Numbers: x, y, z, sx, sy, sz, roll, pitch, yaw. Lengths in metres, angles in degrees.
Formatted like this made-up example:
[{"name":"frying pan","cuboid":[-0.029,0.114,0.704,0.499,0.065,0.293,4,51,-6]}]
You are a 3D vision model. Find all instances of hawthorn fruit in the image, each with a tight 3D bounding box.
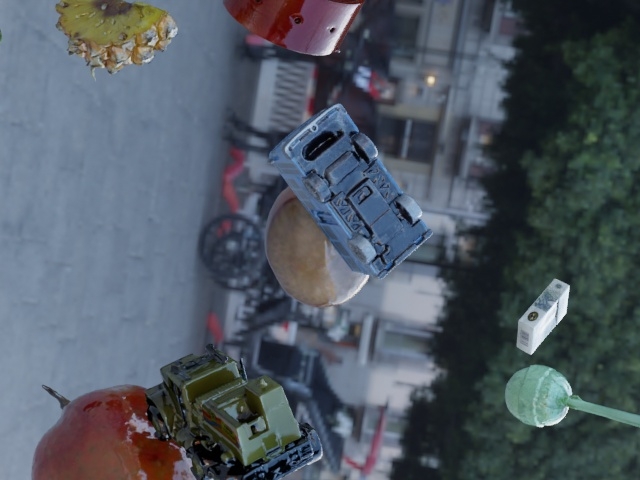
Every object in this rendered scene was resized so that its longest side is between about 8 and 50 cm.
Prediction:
[{"name":"hawthorn fruit","cuboid":[-0.288,0.306,1.600,0.254,0.300,0.254,-44,164,-16]}]

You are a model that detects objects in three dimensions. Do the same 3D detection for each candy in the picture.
[{"name":"candy","cuboid":[0.551,0.324,2.251,0.119,0.440,0.119,-19,114,-52]}]

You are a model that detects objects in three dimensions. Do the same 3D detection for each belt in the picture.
[{"name":"belt","cuboid":[-0.039,-0.431,2.107,0.115,0.227,0.324,-59,175,26]}]

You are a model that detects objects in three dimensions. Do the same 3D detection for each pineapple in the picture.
[{"name":"pineapple","cuboid":[-0.352,-0.332,1.931,0.135,0.233,0.079,-59,148,-15]}]

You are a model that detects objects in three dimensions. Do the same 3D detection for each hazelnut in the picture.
[{"name":"hazelnut","cuboid":[0.000,0.000,1.918,0.214,0.176,0.214,-4,90,-87]}]

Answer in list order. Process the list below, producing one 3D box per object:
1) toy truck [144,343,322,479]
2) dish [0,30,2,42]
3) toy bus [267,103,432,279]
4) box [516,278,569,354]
[{"name":"toy truck","cuboid":[-0.117,0.199,1.414,0.257,0.127,0.127,20,-51,58]},{"name":"dish","cuboid":[-0.596,-0.380,1.685,0.324,0.124,0.324,57,2,-3]},{"name":"toy bus","cuboid":[0.035,-0.070,1.686,0.116,0.234,0.133,-40,-164,-13]},{"name":"box","cuboid":[0.271,0.093,1.462,0.083,0.024,0.054,-44,145,-30]}]
